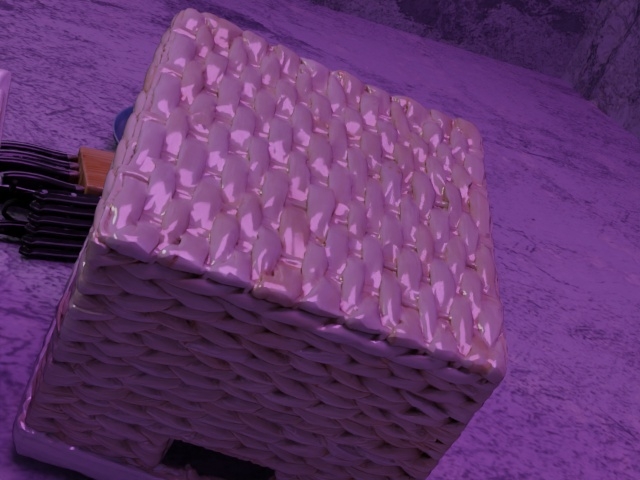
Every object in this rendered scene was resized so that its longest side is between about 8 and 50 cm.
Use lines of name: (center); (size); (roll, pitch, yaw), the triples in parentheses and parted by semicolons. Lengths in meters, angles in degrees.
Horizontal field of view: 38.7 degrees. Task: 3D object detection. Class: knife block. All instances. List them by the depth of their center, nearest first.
knife block: (-0.243, -0.052, 1.051); (0.242, 0.088, 0.275); (31, 27, 13)

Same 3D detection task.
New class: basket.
basket: (-0.039, 0.029, 0.781); (0.328, 0.266, 0.331); (20, 40, -12)

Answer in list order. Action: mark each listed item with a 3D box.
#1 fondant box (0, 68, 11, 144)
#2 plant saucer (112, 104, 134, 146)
fondant box: (-0.382, -0.049, 0.681); (0.238, 0.330, 0.096); (11, 69, -24)
plant saucer: (-0.144, -0.104, 1.294); (0.317, 0.044, 0.318); (19, 25, -9)
